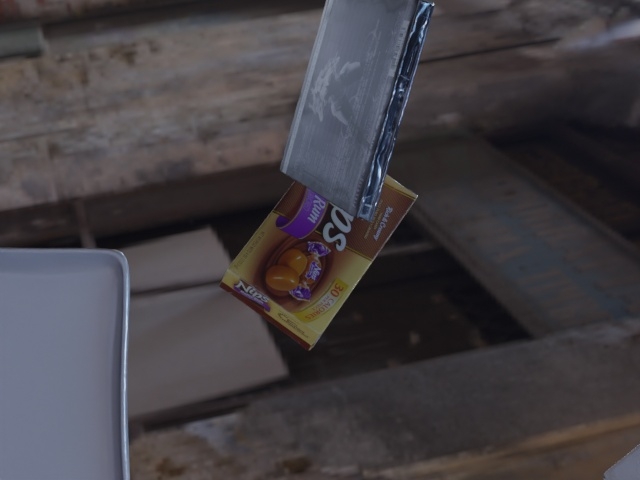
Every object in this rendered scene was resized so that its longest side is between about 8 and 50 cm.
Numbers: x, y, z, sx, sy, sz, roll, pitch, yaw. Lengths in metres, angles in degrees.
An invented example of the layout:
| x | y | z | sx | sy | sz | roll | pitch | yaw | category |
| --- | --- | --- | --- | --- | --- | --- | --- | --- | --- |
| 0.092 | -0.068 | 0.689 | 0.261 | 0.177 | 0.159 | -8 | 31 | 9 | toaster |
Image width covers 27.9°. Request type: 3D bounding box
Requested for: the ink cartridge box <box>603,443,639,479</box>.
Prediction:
| x | y | z | sx | sy | sz | roll | pitch | yaw | category |
| --- | --- | --- | --- | --- | --- | --- | --- | --- | --- |
| 0.248 | 0.133 | 0.724 | 0.180 | 0.104 | 0.060 | 21 | 30 | -51 | ink cartridge box |

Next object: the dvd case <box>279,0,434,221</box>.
| x | y | z | sx | sy | sz | roll | pitch | yaw | category |
| --- | --- | --- | --- | --- | --- | --- | --- | --- | --- |
| 0.023 | -0.115 | 1.028 | 0.221 | 0.018 | 0.164 | -144 | -111 | -69 | dvd case |

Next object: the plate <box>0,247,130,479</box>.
| x | y | z | sx | sy | sz | roll | pitch | yaw | category |
| --- | --- | --- | --- | --- | --- | --- | --- | --- | --- |
| -0.266 | 0.139 | 1.087 | 0.045 | 0.277 | 0.278 | -9 | 100 | -64 | plate |

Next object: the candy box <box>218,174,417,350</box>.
| x | y | z | sx | sy | sz | roll | pitch | yaw | category |
| --- | --- | --- | --- | --- | --- | --- | --- | --- | --- |
| 0.000 | 0.000 | 1.248 | 0.109 | 0.187 | 0.053 | 36 | -26 | 2 | candy box |
